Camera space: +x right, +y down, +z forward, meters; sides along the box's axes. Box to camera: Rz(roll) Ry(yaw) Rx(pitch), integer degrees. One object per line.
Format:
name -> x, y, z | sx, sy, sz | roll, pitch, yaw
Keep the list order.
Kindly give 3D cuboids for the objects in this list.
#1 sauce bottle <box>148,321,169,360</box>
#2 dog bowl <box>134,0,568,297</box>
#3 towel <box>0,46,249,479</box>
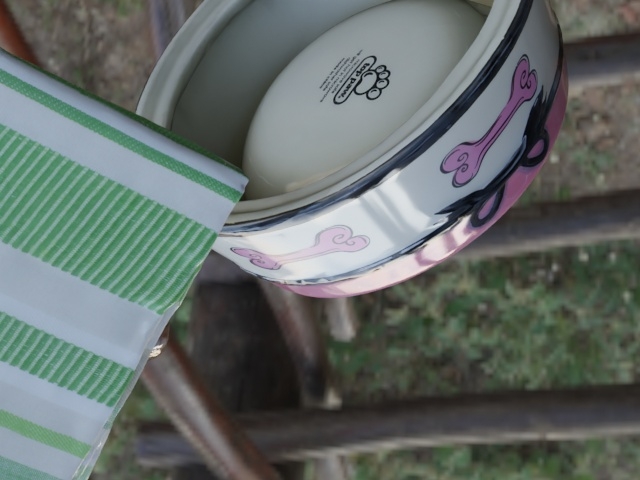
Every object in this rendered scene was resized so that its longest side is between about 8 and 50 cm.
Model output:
sauce bottle -> -0.311, 0.117, 1.535 | 0.344, 0.111, 0.111 | -19, 155, -36
dog bowl -> 0.036, -0.126, 1.396 | 0.408, 0.408, 0.150 | -18, 131, 27
towel -> -0.231, 0.038, 1.170 | 0.248, 0.038, 0.325 | 27, 101, -18
